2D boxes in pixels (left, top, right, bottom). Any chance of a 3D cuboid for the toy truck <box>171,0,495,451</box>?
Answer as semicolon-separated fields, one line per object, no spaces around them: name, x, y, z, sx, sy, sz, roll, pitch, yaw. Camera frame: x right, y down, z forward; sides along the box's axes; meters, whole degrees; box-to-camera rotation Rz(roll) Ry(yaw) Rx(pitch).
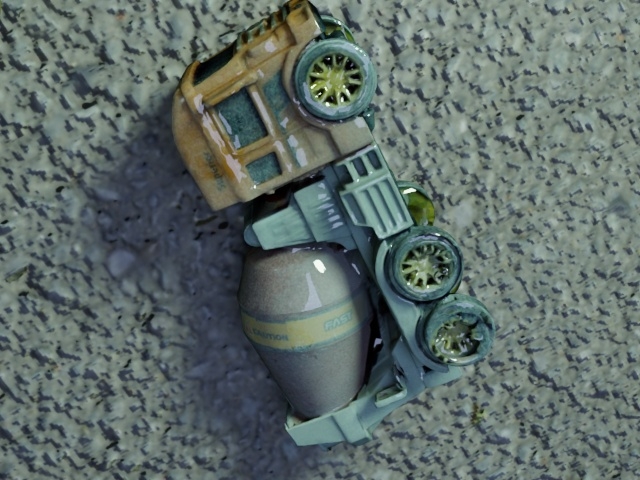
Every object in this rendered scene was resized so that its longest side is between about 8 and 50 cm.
toy truck;0.000;0.000;0.541;0.140;0.108;0.256;-26;110;6
